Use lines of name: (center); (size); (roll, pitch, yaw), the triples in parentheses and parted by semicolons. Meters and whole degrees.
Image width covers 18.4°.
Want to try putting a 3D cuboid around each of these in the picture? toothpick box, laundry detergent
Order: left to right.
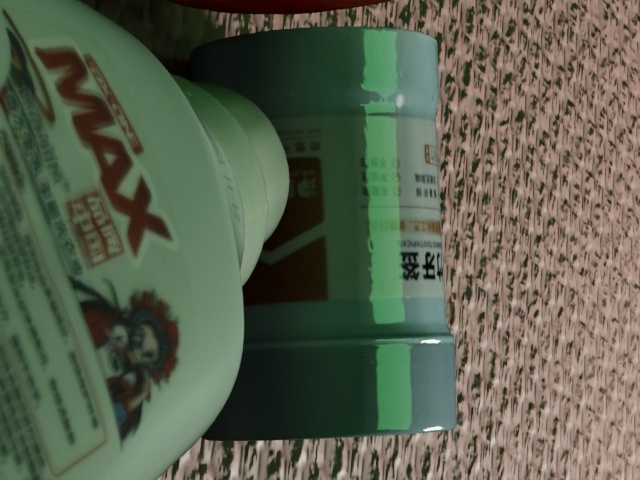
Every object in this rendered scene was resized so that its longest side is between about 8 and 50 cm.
laundry detergent: (-0.122, 0.003, 0.495); (0.264, 0.124, 0.398); (66, 27, -3)
toothpick box: (0.000, 0.000, 0.774); (0.101, 0.101, 0.153); (4, 82, -63)

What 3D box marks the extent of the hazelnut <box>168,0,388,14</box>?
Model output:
hazelnut: (-0.021, -0.173, 0.684); (0.208, 0.208, 0.208); (14, 75, -62)
